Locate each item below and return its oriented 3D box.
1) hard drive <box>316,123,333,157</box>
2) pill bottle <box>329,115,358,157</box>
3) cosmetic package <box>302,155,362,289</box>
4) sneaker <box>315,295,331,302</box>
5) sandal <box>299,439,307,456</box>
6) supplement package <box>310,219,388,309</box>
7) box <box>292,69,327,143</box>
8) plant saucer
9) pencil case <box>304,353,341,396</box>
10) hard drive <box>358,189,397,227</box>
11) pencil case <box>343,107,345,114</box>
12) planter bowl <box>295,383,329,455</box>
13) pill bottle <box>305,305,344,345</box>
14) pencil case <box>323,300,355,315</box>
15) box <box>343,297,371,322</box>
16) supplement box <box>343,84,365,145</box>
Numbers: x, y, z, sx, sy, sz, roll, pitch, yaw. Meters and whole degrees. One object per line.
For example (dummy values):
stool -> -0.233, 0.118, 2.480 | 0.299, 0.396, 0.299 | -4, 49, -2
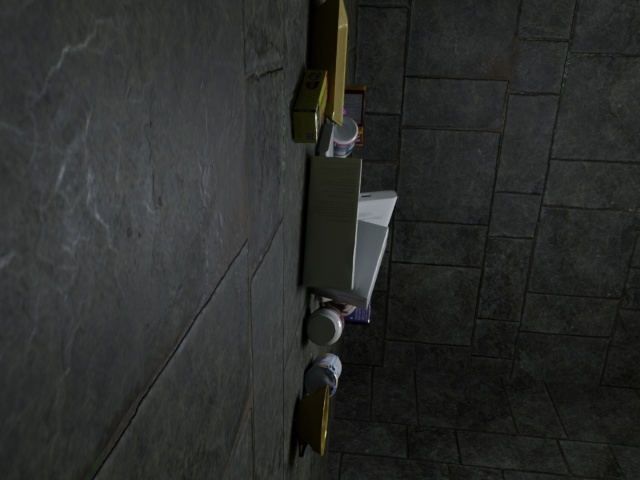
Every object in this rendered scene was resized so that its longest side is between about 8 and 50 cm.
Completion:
hard drive -> 0.016, -0.215, 1.952 | 0.210, 0.040, 0.318 | -79, 171, -52
pill bottle -> 0.075, -0.370, 2.067 | 0.180, 0.108, 0.107 | 105, -9, -74
cosmetic package -> 0.038, -0.049, 1.695 | 0.217, 0.156, 0.384 | -22, 114, -86
sneaker -> 0.004, 0.184, 2.105 | 0.134, 0.070, 0.051 | -127, -159, -51
sandal -> -0.054, 0.652, 1.877 | 0.067, 0.040, 0.179 | -62, 170, -64
supplement package -> 0.098, 0.070, 1.901 | 0.145, 0.204, 0.261 | 78, 29, -69
box -> -0.023, -0.334, 1.382 | 0.232, 0.058, 0.087 | -80, 171, -50
plant saucer -> 0.023, -0.509, 1.633 | 0.333, 0.081, 0.332 | -49, 142, -80
pencil case -> 0.013, 0.476, 1.997 | 0.124, 0.114, 0.273 | -64, 174, -1
hard drive -> 0.148, -0.056, 2.187 | 0.353, 0.233, 0.047 | 100, -21, -53
pencil case -> 0.052, -0.473, 1.998 | 0.152, 0.070, 0.064 | -34, 127, -84
planter bowl -> -0.028, 0.556, 1.753 | 0.217, 0.090, 0.217 | 4, 90, -84
pill bottle -> 0.014, 0.283, 1.854 | 0.216, 0.121, 0.121 | 18, 76, -84
pencil case -> 0.084, 0.134, 2.241 | 0.410, 0.160, 0.183 | 86, 25, -54
box -> 0.134, 0.316, 2.658 | 0.108, 0.207, 0.153 | 74, 19, -73
supplement box -> 0.117, -0.516, 2.328 | 0.191, 0.129, 0.194 | 57, 37, -81
